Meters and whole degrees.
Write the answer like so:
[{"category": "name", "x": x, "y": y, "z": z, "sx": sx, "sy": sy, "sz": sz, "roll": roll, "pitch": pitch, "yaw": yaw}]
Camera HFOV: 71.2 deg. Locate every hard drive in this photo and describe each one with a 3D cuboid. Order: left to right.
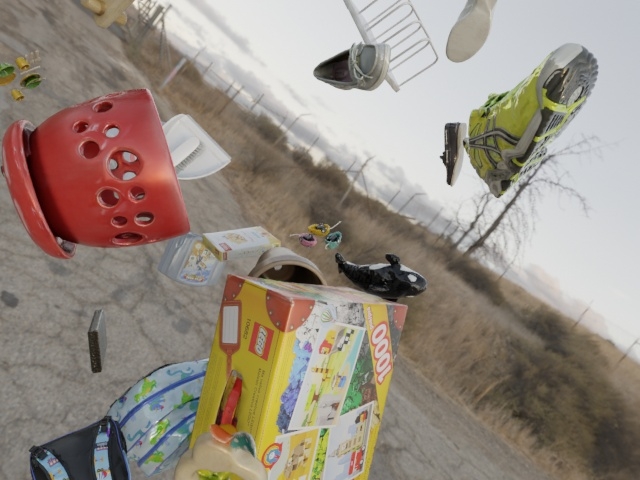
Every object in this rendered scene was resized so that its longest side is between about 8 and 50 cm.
[{"category": "hard drive", "x": -0.491, "y": 0.219, "z": 0.986, "sx": 0.022, "sy": 0.094, "sz": 0.135, "roll": -4, "pitch": 12, "yaw": -20}]

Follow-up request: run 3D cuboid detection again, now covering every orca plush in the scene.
[{"category": "orca plush", "x": 0.162, "y": 0.108, "z": 1.320, "sx": 0.287, "sy": 0.151, "sz": 0.102, "roll": 27, "pitch": 22, "yaw": 20}]

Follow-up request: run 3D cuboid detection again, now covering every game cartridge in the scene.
[{"category": "game cartridge", "x": -0.479, "y": 0.079, "z": 1.732, "sx": 0.062, "sy": 0.198, "sz": 0.297, "roll": 19, "pitch": -2, "yaw": 31}]

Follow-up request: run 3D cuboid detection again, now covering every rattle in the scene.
[{"category": "rattle", "x": -0.119, "y": 0.268, "z": 0.613, "sx": 0.130, "sy": 0.200, "sz": 0.143, "roll": 15, "pitch": 32, "yaw": 16}]

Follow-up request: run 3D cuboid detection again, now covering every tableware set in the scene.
[{"category": "tableware set", "x": -0.648, "y": -0.347, "z": 0.965, "sx": 0.024, "sy": 0.104, "sz": 0.154, "roll": 54, "pitch": -33, "yaw": -11}]

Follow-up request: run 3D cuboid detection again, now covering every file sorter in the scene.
[{"category": "file sorter", "x": 0.226, "y": -0.651, "z": 1.389, "sx": 0.192, "sy": 0.173, "sz": 0.278, "roll": 3, "pitch": 63, "yaw": -64}]

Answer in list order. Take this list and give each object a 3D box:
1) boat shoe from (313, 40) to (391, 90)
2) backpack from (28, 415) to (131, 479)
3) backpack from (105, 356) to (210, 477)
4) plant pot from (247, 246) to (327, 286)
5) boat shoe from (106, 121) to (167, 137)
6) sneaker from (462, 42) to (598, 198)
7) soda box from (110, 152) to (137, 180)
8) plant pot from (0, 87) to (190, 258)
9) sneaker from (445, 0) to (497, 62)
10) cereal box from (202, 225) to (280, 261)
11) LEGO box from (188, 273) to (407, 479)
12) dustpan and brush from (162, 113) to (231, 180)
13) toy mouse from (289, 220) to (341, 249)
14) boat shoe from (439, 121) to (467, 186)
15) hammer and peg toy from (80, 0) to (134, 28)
[{"category": "boat shoe", "x": 0.086, "y": -0.484, "z": 1.254, "sx": 0.102, "sy": 0.118, "sz": 0.320, "roll": -1, "pitch": 14, "yaw": -25}, {"category": "backpack", "x": -0.424, "y": 0.438, "z": 0.811, "sx": 0.158, "sy": 0.117, "sz": 0.173, "roll": -17, "pitch": 49, "yaw": -30}, {"category": "backpack", "x": -0.347, "y": 0.425, "z": 1.121, "sx": 0.355, "sy": 0.290, "sz": 0.273, "roll": 38, "pitch": 15, "yaw": -53}, {"category": "plant pot", "x": -0.124, "y": 0.130, "z": 1.451, "sx": 0.263, "sy": 0.263, "sz": 0.229, "roll": 38, "pitch": 13, "yaw": -24}, {"category": "boat shoe", "x": -0.404, "y": -0.232, "z": 1.022, "sx": 0.258, "sy": 0.084, "sz": 0.095, "roll": 10, "pitch": 67, "yaw": -49}, {"category": "sneaker", "x": 0.324, "y": -0.197, "z": 0.769, "sx": 0.147, "sy": 0.145, "sz": 0.385, "roll": 48, "pitch": -8, "yaw": 15}, {"category": "soda box", "x": -0.489, "y": -0.186, "z": 1.117, "sx": 0.286, "sy": 0.097, "sz": 0.091, "roll": -87, "pitch": 162, "yaw": -78}, {"category": "plant pot", "x": -0.271, "y": -0.080, "z": 0.555, "sx": 0.191, "sy": 0.173, "sz": 0.191, "roll": 166, "pitch": -90, "yaw": -73}, {"category": "sneaker", "x": 0.341, "y": -0.498, "z": 0.973, "sx": 0.080, "sy": 0.212, "sz": 0.094, "roll": 20, "pitch": 39, "yaw": -2}, {"category": "cereal box", "x": -0.291, "y": 0.008, "z": 1.645, "sx": 0.240, "sy": 0.048, "sz": 0.173, "roll": -9, "pitch": 28, "yaw": -35}, {"category": "LEGO box", "x": -0.046, "y": 0.343, "z": 0.922, "sx": 0.193, "sy": 0.501, "sz": 0.372, "roll": 14, "pitch": 2, "yaw": 43}, {"category": "dustpan and brush", "x": -0.305, "y": -0.157, "z": 0.911, "sx": 0.147, "sy": 0.211, "sz": 0.060, "roll": 45, "pitch": -14, "yaw": -1}, {"category": "toy mouse", "x": 0.000, "y": 0.000, "z": 1.217, "sx": 0.160, "sy": 0.031, "sz": 0.143, "roll": -7, "pitch": 30, "yaw": -14}, {"category": "boat shoe", "x": 0.405, "y": -0.267, "z": 1.384, "sx": 0.064, "sy": 0.206, "sz": 0.075, "roll": 17, "pitch": 38, "yaw": 27}, {"category": "hammer and peg toy", "x": -0.494, "y": -0.754, "z": 1.154, "sx": 0.127, "sy": 0.361, "sz": 0.266, "roll": -2, "pitch": 68, "yaw": -65}]
